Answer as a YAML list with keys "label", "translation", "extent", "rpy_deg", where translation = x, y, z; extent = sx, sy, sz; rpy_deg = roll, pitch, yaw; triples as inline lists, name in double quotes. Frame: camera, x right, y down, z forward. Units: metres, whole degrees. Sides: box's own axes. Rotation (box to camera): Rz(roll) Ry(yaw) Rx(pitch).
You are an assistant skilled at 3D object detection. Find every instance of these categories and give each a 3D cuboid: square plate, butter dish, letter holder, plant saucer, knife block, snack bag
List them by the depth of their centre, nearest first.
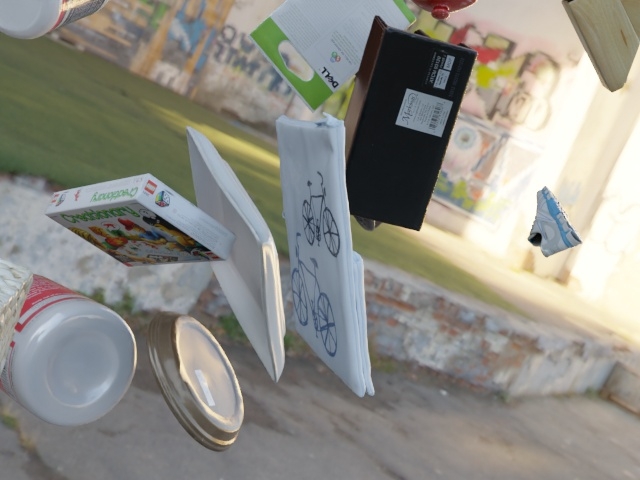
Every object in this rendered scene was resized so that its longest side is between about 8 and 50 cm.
- label: "snack bag"
  translation: [0.000, 0.000, 1.233]
  extent: [0.037, 0.342, 0.323]
  rpy_deg: [-8, 10, -13]
- label: "letter holder"
  translation: [0.124, -0.201, 1.560]
  extent: [0.152, 0.301, 0.214]
  rpy_deg: [14, 18, -8]
- label: "square plate"
  translation: [-0.140, 0.019, 1.635]
  extent: [0.049, 0.344, 0.347]
  rpy_deg: [-19, 45, -16]
- label: "plant saucer"
  translation: [-0.218, 0.247, 1.697]
  extent: [0.277, 0.041, 0.278]
  rpy_deg: [57, 14, -22]
- label: "butter dish"
  translation: [0.228, -0.473, 1.763]
  extent: [0.160, 0.118, 0.160]
  rpy_deg: [-6, -15, 42]
- label: "knife block"
  translation: [0.550, -0.471, 1.941]
  extent: [0.242, 0.275, 0.088]
  rpy_deg: [16, 19, 0]

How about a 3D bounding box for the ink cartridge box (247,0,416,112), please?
- label: "ink cartridge box"
  translation: [0.011, -0.384, 1.677]
  extent: [0.189, 0.255, 0.097]
  rpy_deg: [48, -3, -20]

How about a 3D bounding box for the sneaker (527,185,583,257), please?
- label: "sneaker"
  translation: [0.402, -0.032, 1.682]
  extent: [0.071, 0.083, 0.190]
  rpy_deg: [48, 19, -20]

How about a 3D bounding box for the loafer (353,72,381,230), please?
- label: "loafer"
  translation: [0.135, -0.189, 1.859]
  extent: [0.130, 0.365, 0.134]
  rpy_deg: [-3, 25, -20]

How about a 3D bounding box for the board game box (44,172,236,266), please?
- label: "board game box"
  translation: [-0.306, -0.027, 1.570]
  extent: [0.305, 0.053, 0.193]
  rpy_deg: [-5, -34, 48]

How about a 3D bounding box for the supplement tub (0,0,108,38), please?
- label: "supplement tub"
  translation: [-0.523, -0.513, 1.822]
  extent: [0.191, 0.191, 0.272]
  rpy_deg: [27, 32, 8]

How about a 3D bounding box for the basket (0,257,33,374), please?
- label: "basket"
  translation: [-0.624, 0.156, 1.295]
  extent: [0.332, 0.328, 0.266]
  rpy_deg: [23, 22, -5]

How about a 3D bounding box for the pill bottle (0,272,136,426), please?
- label: "pill bottle"
  translation: [-0.545, 0.189, 1.802]
  extent: [0.229, 0.228, 0.408]
  rpy_deg: [20, -2, -41]
